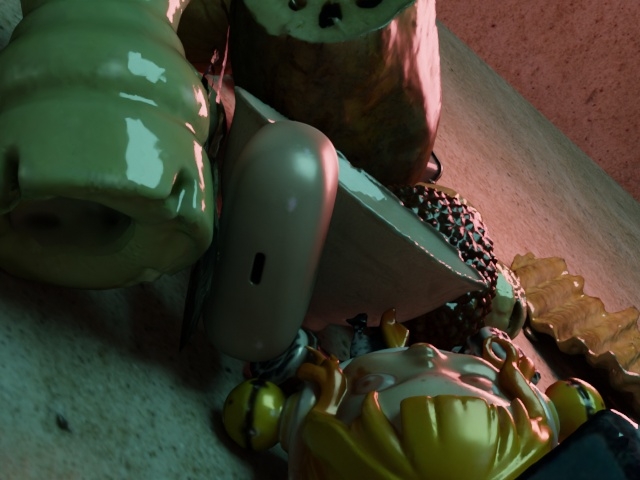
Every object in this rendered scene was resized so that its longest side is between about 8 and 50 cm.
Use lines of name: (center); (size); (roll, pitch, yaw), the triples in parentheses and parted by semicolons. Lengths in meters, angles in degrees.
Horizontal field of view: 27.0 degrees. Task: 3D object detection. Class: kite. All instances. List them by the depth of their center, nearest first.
kite: (-0.090, -0.068, 1.112); (0.015, 0.169, 0.310); (7, 64, -11)

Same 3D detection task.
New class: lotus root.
lotus root: (0.018, -0.176, 1.544); (0.346, 0.250, 0.250); (80, -12, -48)

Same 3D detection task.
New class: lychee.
lychee: (0.110, 0.040, 1.496); (0.188, 0.188, 0.188); (41, 19, -18)

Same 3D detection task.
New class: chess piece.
chess piece: (-0.170, -0.191, 1.059); (0.234, 0.234, 0.442); (29, 49, -44)

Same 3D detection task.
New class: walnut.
walnut: (-0.147, -0.310, 1.631); (0.193, 0.193, 0.226); (7, 53, -63)

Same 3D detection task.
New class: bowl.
bowl: (0.000, 0.000, 1.301); (0.313, 0.146, 0.313); (36, 7, -5)

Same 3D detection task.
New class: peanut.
peanut: (0.167, 0.024, 1.694); (0.130, 0.130, 0.290); (28, 23, -46)

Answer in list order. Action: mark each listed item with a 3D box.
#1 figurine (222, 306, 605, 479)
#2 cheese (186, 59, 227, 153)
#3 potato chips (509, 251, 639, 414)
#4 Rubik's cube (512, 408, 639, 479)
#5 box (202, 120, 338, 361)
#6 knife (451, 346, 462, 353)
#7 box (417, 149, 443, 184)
figurine: (0.080, 0.178, 1.089); (0.320, 0.196, 0.323); (0, 19, -4)
cheese: (-0.197, -0.148, 1.271); (0.235, 0.117, 0.218); (32, 21, -45)
potato chips: (0.450, 0.172, 2.089); (0.373, 0.097, 0.389); (42, 17, -10)
Rubik's cube: (0.188, 0.355, 0.738); (0.343, 0.337, 0.344); (31, 23, -42)
box: (-0.041, 0.001, 1.097); (0.088, 0.200, 0.146); (16, 17, 3)
knife: (0.185, 0.142, 1.647); (0.073, 0.041, 0.265); (42, 15, 21)
box: (0.119, -0.121, 1.985); (0.069, 0.084, 0.122); (20, 30, -40)
